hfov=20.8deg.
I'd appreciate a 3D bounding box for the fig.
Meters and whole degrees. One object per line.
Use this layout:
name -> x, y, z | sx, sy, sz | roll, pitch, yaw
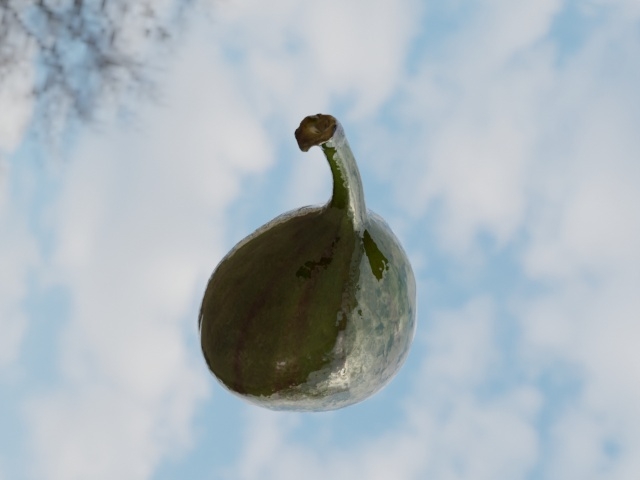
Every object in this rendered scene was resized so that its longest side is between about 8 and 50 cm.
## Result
fig -> 0.000, 0.000, 1.161 | 0.151, 0.151, 0.259 | -118, -152, -46
